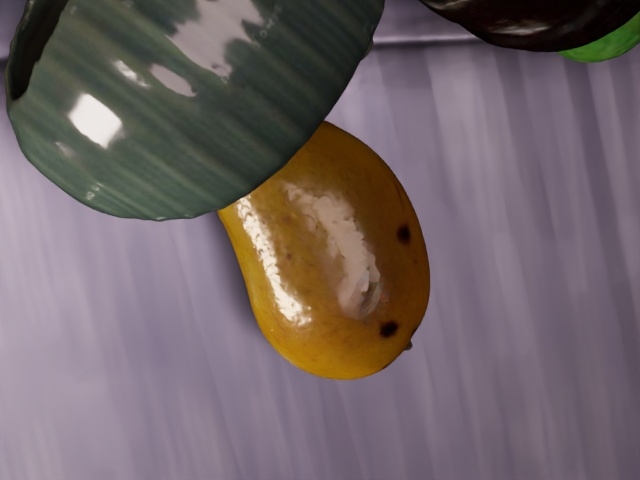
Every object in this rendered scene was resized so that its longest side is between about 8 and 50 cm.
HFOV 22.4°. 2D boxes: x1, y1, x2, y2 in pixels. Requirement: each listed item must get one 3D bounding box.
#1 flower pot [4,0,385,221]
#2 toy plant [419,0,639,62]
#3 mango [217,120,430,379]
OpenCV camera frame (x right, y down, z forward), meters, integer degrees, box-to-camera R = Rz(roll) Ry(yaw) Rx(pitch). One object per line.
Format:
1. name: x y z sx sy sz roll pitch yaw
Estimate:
1. flower pot: -0.064 -0.122 0.875 0.157 0.189 0.243 33 90 -21
2. toy plant: 0.145 -0.210 0.951 0.235 0.175 0.218 -14 118 -49
3. mango: 0.004 0.000 0.985 0.115 0.090 0.178 -22 100 -6
